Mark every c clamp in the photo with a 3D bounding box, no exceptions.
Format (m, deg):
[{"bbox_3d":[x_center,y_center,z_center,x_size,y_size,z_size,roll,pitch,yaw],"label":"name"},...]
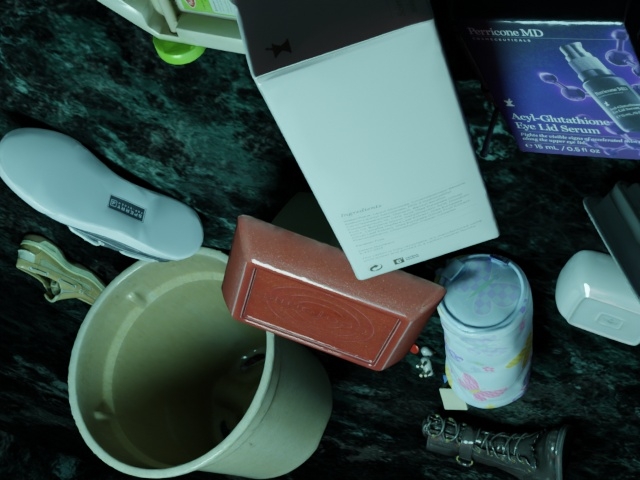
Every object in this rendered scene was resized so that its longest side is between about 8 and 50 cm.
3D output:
[{"bbox_3d":[0.139,-0.176,1.298,0.022,0.137,0.160,0,144,29],"label":"c clamp"}]

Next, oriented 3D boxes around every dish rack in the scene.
[{"bbox_3d":[0.434,0.066,1.498,0.333,0.285,0.072,29,113,-22],"label":"dish rack"}]

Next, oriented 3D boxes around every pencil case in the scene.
[{"bbox_3d":[0.208,0.119,1.896,0.124,0.113,0.273,21,158,20],"label":"pencil case"}]

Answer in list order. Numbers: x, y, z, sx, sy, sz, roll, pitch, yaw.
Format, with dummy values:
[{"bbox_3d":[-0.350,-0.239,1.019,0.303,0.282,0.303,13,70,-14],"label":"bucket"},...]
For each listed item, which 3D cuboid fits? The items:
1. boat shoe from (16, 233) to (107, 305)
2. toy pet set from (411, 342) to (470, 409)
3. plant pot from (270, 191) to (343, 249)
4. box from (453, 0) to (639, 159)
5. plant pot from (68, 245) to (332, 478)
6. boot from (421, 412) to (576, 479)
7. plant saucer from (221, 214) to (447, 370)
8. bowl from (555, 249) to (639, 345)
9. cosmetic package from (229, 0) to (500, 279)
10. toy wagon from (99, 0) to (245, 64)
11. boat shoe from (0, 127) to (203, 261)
[{"bbox_3d":[-0.405,0.065,2.303,0.068,0.072,0.190,-4,147,42],"label":"boat shoe"},{"bbox_3d":[0.206,0.183,2.127,0.122,0.065,0.114,-2,113,35],"label":"toy pet set"},{"bbox_3d":[0.000,0.000,1.822,0.109,0.096,0.109,5,153,29],"label":"plant pot"},{"bbox_3d":[0.226,-0.170,1.274,0.153,0.108,0.207,5,153,31],"label":"box"},{"bbox_3d":[-0.145,0.215,2.170,0.334,0.333,0.305,5,163,30],"label":"plant pot"},{"bbox_3d":[0.269,0.321,2.304,0.229,0.091,0.263,17,158,6],"label":"boot"},{"bbox_3d":[0.002,0.078,1.809,0.259,0.047,0.259,20,157,0],"label":"plant saucer"},{"bbox_3d":[0.351,0.075,1.765,0.142,0.053,0.142,20,155,3],"label":"bowl"},{"bbox_3d":[0.038,-0.138,1.301,0.155,0.197,0.365,-17,151,5],"label":"cosmetic package"},{"bbox_3d":[-0.145,-0.266,1.408,0.344,0.068,0.267,13,155,17],"label":"toy wagon"},{"bbox_3d":[-0.302,-0.050,1.952,0.301,0.108,0.102,24,155,-27],"label":"boat shoe"}]
